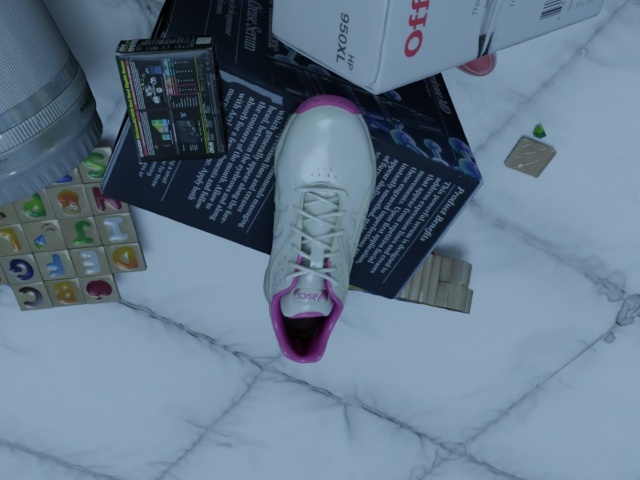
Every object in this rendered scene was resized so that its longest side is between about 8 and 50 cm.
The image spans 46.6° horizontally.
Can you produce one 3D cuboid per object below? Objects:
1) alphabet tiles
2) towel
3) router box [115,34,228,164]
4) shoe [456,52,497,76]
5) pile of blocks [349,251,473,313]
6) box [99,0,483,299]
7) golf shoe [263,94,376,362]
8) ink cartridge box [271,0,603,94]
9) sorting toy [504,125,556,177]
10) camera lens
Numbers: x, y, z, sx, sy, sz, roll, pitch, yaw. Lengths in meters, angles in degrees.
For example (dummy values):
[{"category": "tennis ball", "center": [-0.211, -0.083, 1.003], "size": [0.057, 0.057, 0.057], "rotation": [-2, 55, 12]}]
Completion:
[{"category": "alphabet tiles", "center": [-0.434, -0.031, 1.148], "size": [0.285, 0.011, 0.342], "rotation": [-6, 125, 1]}, {"category": "towel", "center": [-0.458, -0.031, 1.174], "size": [0.209, 0.034, 0.285], "rotation": [28, 119, -21]}, {"category": "router box", "center": [-0.143, -0.138, 0.735], "size": [0.092, 0.038, 0.122], "rotation": [-3, 127, -1]}, {"category": "shoe", "center": [0.181, -0.272, 0.996], "size": [0.063, 0.081, 0.178], "rotation": [-37, 122, 22]}, {"category": "pile of blocks", "center": [0.101, 0.034, 1.234], "size": [0.362, 0.149, 0.112], "rotation": [15, 83, -26]}, {"category": "box", "center": [-0.037, -0.146, 0.947], "size": [0.396, 0.293, 0.212], "rotation": [21, 124, -19]}, {"category": "golf shoe", "center": [0.000, 0.000, 0.790], "size": [0.115, 0.140, 0.306], "rotation": [3, 126, -4]}, {"category": "ink cartridge box", "center": [0.153, -0.351, 0.755], "size": [0.395, 0.166, 0.285], "rotation": [-26, 137, -34]}, {"category": "sorting toy", "center": [0.333, -0.140, 1.154], "size": [0.062, 0.012, 0.083], "rotation": [20, 127, -13]}, {"category": "camera lens", "center": [-0.404, -0.203, 0.852], "size": [0.220, 0.219, 0.274], "rotation": [-16, 127, 8]}]
